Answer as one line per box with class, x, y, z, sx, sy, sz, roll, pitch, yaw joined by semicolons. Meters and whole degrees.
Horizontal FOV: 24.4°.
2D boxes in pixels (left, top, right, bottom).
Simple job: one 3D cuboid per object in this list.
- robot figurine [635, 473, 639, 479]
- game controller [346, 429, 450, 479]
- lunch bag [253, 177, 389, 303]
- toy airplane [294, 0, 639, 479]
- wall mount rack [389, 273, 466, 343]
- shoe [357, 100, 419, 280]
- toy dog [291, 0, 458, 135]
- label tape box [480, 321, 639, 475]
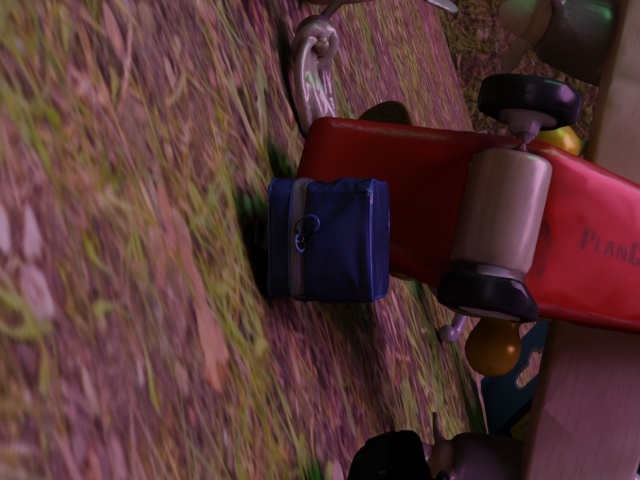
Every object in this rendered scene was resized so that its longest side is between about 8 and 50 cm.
robot figurine;0.244;0.309;1.329;0.278;0.174;0.209;-82;-174;-66
game controller;0.035;0.204;0.653;0.319;0.067;0.166;-61;135;-75
lunch bag;0.000;0.000;0.788;0.098;0.065;0.067;7;83;-81
toy airplane;0.184;0.015;1.007;0.272;0.386;0.384;0;-59;61
wall mount rack;0.205;0.050;1.346;0.130;0.350;0.304;-67;161;-12
shoe;0.072;-0.035;1.202;0.219;0.077;0.058;-96;161;-52
toy dog;0.048;-0.238;1.081;0.333;0.161;0.220;-93;170;-52
label tape box;0.309;0.248;1.568;0.249;0.115;0.347;-54;-138;48
